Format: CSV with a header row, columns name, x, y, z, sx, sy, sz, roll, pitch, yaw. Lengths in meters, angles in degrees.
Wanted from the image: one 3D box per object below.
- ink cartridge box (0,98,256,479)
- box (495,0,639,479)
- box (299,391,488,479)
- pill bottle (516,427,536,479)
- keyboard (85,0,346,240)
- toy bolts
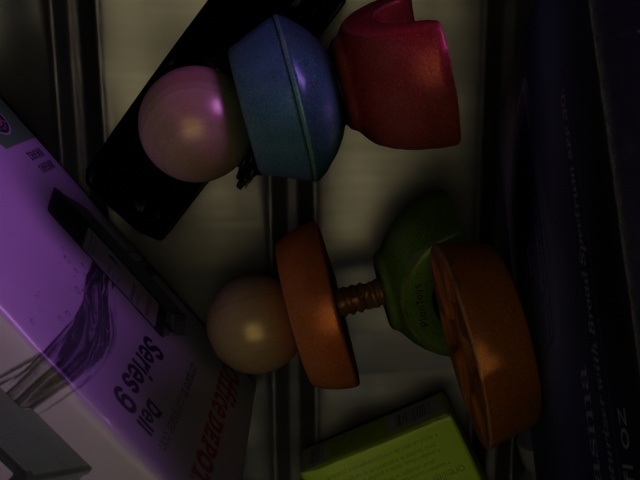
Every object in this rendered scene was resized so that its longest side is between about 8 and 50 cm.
name,x,y,z,sx,sy,sz,roll,pitch,yaw
ink cartridge box,-0.173,0.051,0.537,0.121,0.211,0.289,-39,101,9
box,0.189,0.034,0.433,0.182,0.294,0.297,-5,80,5
box,0.072,0.203,0.651,0.109,0.042,0.178,-24,102,8
pill bottle,0.168,0.176,0.629,0.067,0.067,0.120,-19,103,7
keyboard,-0.056,-0.080,0.597,0.100,0.038,0.192,43,104,15
toy bolts,0.000,0.000,0.504,0.158,0.218,0.229,-14,111,0
